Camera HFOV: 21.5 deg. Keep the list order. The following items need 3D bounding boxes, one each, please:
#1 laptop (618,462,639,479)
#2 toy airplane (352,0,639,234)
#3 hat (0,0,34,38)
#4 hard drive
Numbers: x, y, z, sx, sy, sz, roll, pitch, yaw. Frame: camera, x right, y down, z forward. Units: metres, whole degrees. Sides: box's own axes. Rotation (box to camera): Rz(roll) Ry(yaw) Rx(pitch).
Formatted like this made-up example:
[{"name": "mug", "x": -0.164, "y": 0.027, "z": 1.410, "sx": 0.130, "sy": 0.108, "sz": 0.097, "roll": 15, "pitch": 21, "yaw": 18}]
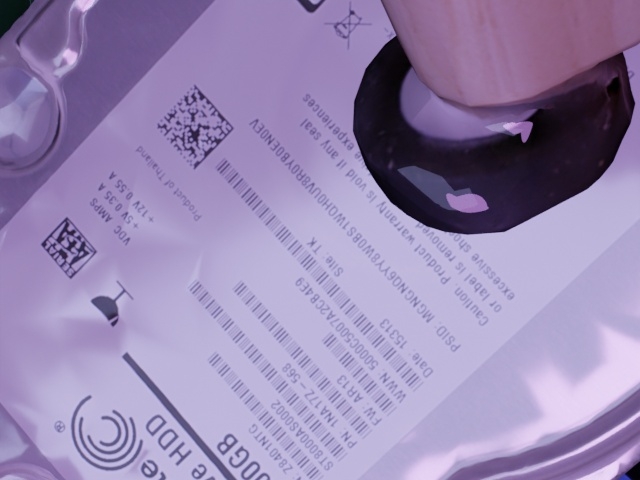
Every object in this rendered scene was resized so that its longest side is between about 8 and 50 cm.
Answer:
[{"name": "laptop", "x": 0.139, "y": 0.097, "z": 0.539, "sx": 0.234, "sy": 0.136, "sz": 0.264, "roll": 43, "pitch": 131, "yaw": 7}, {"name": "toy airplane", "x": 0.195, "y": -0.066, "z": 0.258, "sx": 0.384, "sy": 0.272, "sz": 0.386, "roll": 48, "pitch": 164, "yaw": -5}, {"name": "hat", "x": -0.233, "y": -0.062, "z": 0.673, "sx": 0.173, "sy": 0.183, "sz": 0.208, "roll": 44, "pitch": 131, "yaw": 5}, {"name": "hard drive", "x": 0.000, "y": 0.000, "z": 0.531, "sx": 0.339, "sy": 0.064, "sz": 0.237, "roll": -44, "pitch": 80, "yaw": 17}]
